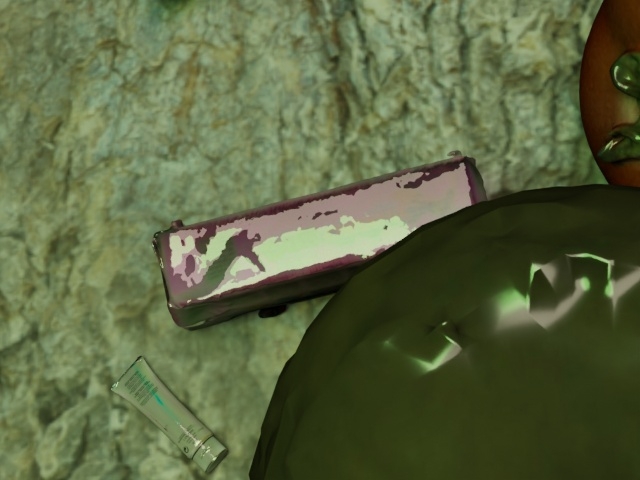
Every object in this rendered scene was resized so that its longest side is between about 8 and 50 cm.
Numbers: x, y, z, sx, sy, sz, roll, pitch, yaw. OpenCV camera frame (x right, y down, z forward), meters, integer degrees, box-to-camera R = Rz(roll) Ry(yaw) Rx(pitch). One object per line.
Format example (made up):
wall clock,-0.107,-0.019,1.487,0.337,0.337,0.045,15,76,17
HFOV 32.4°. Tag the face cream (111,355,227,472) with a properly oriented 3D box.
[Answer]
face cream,-0.125,0.144,0.912,0.115,0.020,0.038,40,85,18

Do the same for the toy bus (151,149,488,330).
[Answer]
toy bus,0.000,0.001,0.887,0.274,0.112,0.090,-15,80,6

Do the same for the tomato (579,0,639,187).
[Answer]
tomato,0.352,-0.132,0.775,0.322,0.321,0.321,-3,74,9

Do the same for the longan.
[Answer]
longan,0.156,0.163,0.657,0.404,0.404,0.436,46,107,18
